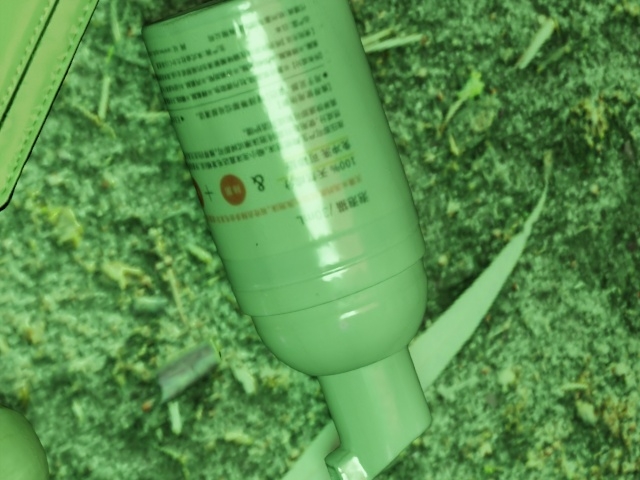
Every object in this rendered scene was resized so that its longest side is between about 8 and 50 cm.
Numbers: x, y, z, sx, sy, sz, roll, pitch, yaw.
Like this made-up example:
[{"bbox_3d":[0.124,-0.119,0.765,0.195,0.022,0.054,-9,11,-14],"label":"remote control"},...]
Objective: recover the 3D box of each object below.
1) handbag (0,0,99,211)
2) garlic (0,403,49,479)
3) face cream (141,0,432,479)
[{"bbox_3d":[-0.244,-0.201,1.068,0.236,0.160,0.359,26,76,-13],"label":"handbag"},{"bbox_3d":[-0.243,0.188,1.059,0.203,0.184,0.281,-32,104,-45],"label":"garlic"},{"bbox_3d":[0.000,0.000,1.214,0.145,0.145,0.370,-25,103,-27],"label":"face cream"}]
